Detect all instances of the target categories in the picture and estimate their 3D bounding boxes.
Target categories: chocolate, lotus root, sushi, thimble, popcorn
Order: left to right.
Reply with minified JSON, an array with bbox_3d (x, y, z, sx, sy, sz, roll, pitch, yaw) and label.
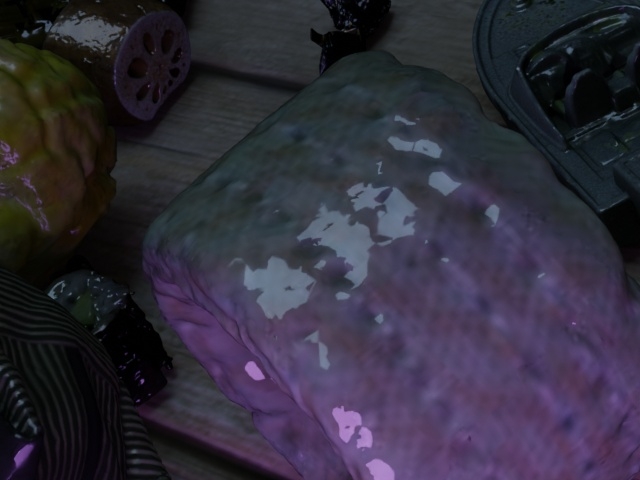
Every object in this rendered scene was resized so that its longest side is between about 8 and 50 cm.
[{"bbox_3d":[-0.266,-0.042,1.239,0.212,0.259,0.259,41,66,3],"label":"popcorn"},{"bbox_3d":[-0.162,0.074,1.184,0.094,0.084,0.098,-43,38,-14],"label":"sushi"},{"bbox_3d":[-0.173,-0.156,1.419,0.081,0.112,0.122,15,53,31],"label":"lotus root"},{"bbox_3d":[0.017,-0.166,1.367,0.070,0.072,0.147,-9,37,24],"label":"chocolate"},{"bbox_3d":[0.045,0.052,0.962,0.195,0.291,0.291,-38,41,-13],"label":"thimble"}]

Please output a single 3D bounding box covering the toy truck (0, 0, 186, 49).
[{"bbox_3d":[-0.250,-0.235,1.540,0.257,0.127,0.127,-13,42,20],"label":"toy truck"}]

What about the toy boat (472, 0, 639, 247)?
[{"bbox_3d":[0.196,-0.114,1.194,0.141,0.092,0.319,-27,39,-5],"label":"toy boat"}]

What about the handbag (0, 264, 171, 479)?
[{"bbox_3d":[-0.246,0.181,0.979,0.341,0.247,0.240,-50,42,-8],"label":"handbag"}]
